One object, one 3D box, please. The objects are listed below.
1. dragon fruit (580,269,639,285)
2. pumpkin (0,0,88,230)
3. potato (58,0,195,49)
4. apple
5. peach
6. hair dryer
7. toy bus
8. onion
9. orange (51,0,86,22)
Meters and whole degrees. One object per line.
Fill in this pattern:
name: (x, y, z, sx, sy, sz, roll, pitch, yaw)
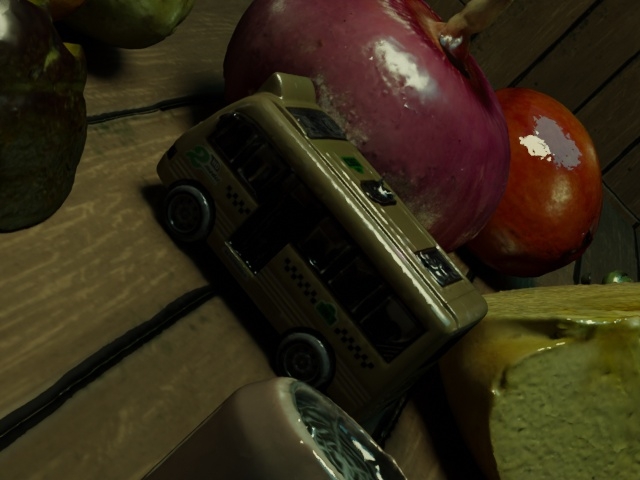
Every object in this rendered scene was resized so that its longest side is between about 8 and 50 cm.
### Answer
dragon fruit: (0.377, 0.161, 1.189, 0.218, 0.198, 0.273, 50, -6, 43)
pumpkin: (-0.234, -0.108, 0.608, 0.254, 0.130, 0.149, 28, 27, -40)
potato: (-0.244, -0.318, 0.909, 0.307, 0.173, 0.210, 46, 19, 9)
apple: (0.269, 0.143, 0.913, 0.309, 0.252, 0.314, -7, 52, -9)
peach: (0.299, -0.083, 1.370, 0.281, 0.238, 0.281, 18, 50, -22)
hair dryer: (-0.043, 0.135, 0.495, 0.107, 0.189, 0.344, 45, 7, -1)
toy bus: (0.000, 0.000, 0.798, 0.289, 0.157, 0.139, 51, 22, 14)
onion: (0.082, -0.144, 1.025, 0.358, 0.345, 0.358, -9, 90, -70)
orange: (-0.265, -0.287, 0.699, 0.249, 0.249, 0.183, 48, 4, 7)
